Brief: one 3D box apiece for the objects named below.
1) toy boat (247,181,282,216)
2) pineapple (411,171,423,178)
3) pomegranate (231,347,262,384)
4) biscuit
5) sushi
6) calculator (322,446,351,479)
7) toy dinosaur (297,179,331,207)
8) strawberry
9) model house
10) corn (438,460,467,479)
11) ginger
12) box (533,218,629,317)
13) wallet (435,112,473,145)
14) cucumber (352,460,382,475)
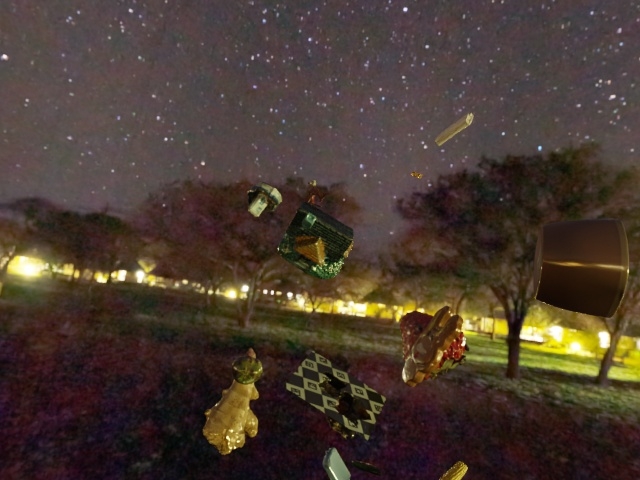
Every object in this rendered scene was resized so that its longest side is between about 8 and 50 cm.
[{"bbox_3d":[-0.214,-0.138,1.514,0.114,0.115,0.262,43,-7,-15],"label":"toy boat"},{"bbox_3d":[0.388,-0.264,1.713,0.045,0.019,0.083,26,15,16],"label":"pineapple"},{"bbox_3d":[-0.322,0.555,1.888,0.138,0.163,0.125,9,-24,-5],"label":"pomegranate"},{"bbox_3d":[0.360,0.353,1.412,0.044,0.295,0.186,31,5,-5],"label":"biscuit"},{"bbox_3d":[0.038,0.483,1.308,0.292,0.059,0.294,29,13,15],"label":"sushi"},{"bbox_3d":[0.077,1.078,1.997,0.039,0.210,0.121,-29,2,24],"label":"calculator"},{"bbox_3d":[-0.029,-0.179,1.668,0.032,0.108,0.220,10,-9,-33],"label":"toy dinosaur"},{"bbox_3d":[0.411,0.367,1.606,0.253,0.280,0.150,-21,-42,26],"label":"strawberry"},{"bbox_3d":[0.000,0.000,1.579,0.261,0.226,0.241,29,-16,-5],"label":"model house"},{"bbox_3d":[0.614,1.135,2.016,0.067,0.206,0.067,44,-6,6],"label":"corn"},{"bbox_3d":[-0.352,0.741,1.875,0.236,0.375,0.166,32,-31,5],"label":"ginger"},{"bbox_3d":[0.792,0.079,1.323,0.216,0.301,0.301,3,-9,24],"label":"box"},{"bbox_3d":[0.406,-0.339,1.294,0.025,0.061,0.122,46,-40,-9],"label":"wallet"},{"bbox_3d":[0.204,0.990,1.855,0.036,0.033,0.184,-14,-4,-39],"label":"cucumber"}]
